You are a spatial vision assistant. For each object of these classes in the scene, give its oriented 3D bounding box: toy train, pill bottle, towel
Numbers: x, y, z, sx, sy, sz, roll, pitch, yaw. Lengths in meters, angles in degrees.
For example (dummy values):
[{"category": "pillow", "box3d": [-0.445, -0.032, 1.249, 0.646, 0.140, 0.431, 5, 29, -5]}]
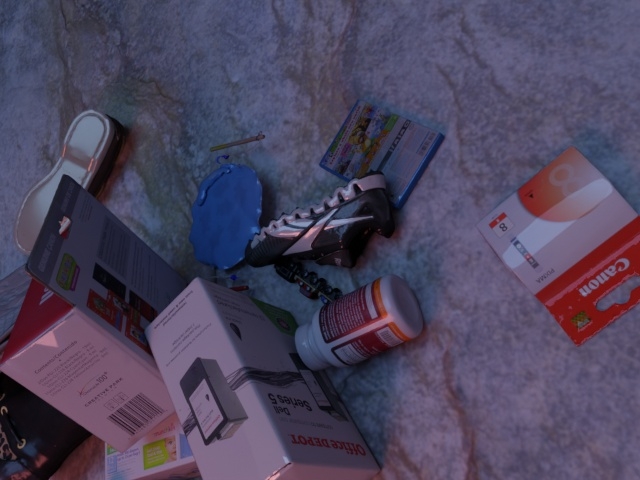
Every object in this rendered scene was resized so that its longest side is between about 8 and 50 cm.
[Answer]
[{"category": "toy train", "box3d": [-0.014, 0.065, 0.911, 0.158, 0.027, 0.036, 32, 96, 40]}, {"category": "pill bottle", "box3d": [0.046, 0.109, 0.811, 0.152, 0.086, 0.086, -28, 58, 24]}, {"category": "towel", "box3d": [-0.554, 0.128, 1.133, 0.317, 0.053, 0.332, 0, 33, 42]}]

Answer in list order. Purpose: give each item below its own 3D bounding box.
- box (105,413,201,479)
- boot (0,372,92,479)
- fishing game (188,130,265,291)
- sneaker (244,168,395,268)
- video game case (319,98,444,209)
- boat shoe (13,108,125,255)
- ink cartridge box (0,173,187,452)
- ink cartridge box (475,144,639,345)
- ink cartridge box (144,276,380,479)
[{"category": "box", "box3d": [-0.204, 0.279, 0.916, 0.203, 0.103, 0.114, -25, 59, 26]}, {"category": "boot", "box3d": [-0.460, 0.227, 1.107, 0.284, 0.138, 0.377, -37, 45, 12]}, {"category": "fishing game", "box3d": [-0.151, -0.037, 1.046, 0.189, 0.041, 0.263, -11, 72, 41]}, {"category": "sneaker", "box3d": [0.000, 0.000, 0.880, 0.234, 0.078, 0.106, -27, 75, 17]}, {"category": "video game case", "box3d": [0.083, -0.129, 0.923, 0.166, 0.015, 0.119, 34, 94, 40]}, {"category": "boat shoe", "box3d": [-0.503, -0.110, 1.295, 0.117, 0.097, 0.324, 31, 93, 9]}, {"category": "ink cartridge box", "box3d": [-0.320, 0.086, 0.895, 0.130, 0.272, 0.309, -37, 28, 7]}, {"category": "ink cartridge box", "box3d": [0.280, 0.003, 0.709, 0.145, 0.045, 0.179, -42, 50, 17]}, {"category": "ink cartridge box", "box3d": [-0.074, 0.198, 0.790, 0.115, 0.198, 0.272, -44, 53, 13]}]
